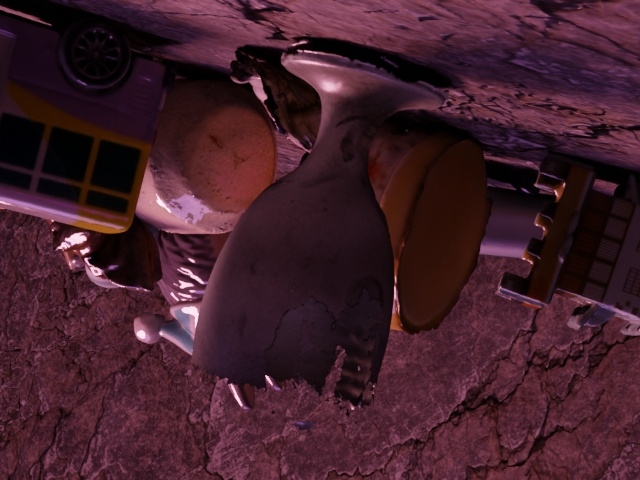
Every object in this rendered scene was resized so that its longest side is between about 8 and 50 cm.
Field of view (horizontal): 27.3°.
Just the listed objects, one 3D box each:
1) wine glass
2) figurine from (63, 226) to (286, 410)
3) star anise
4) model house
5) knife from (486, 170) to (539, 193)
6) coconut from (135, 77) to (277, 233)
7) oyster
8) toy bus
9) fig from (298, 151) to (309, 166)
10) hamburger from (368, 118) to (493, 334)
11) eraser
[{"bbox_3d":[-0.002,-0.003,1.273,0.190,0.357,0.190,15,176,1],"label":"wine glass"},{"bbox_3d":[-0.187,0.078,1.995,0.361,0.377,0.266,-15,157,-9],"label":"figurine"},{"bbox_3d":[-0.323,-0.038,1.759,0.315,0.108,0.315,45,180,0],"label":"star anise"},{"bbox_3d":[0.346,0.016,1.627,0.215,0.198,0.224,18,178,7],"label":"model house"},{"bbox_3d":[0.264,-0.091,1.902,0.060,0.028,0.230,17,-177,-6],"label":"knife"},{"bbox_3d":[-0.177,-0.109,1.726,0.234,0.224,0.224,5,173,44],"label":"coconut"},{"bbox_3d":[-0.033,-0.160,1.431,0.163,0.081,0.191,42,-178,-26],"label":"oyster"},{"bbox_3d":[-0.412,-0.157,1.455,0.440,0.249,0.209,15,179,-26],"label":"toy bus"},{"bbox_3d":[0.075,-0.036,2.061,0.263,0.224,0.224,30,174,-18],"label":"fig"},{"bbox_3d":[0.091,-0.038,1.668,0.186,0.261,0.303,20,-137,27],"label":"hamburger"},{"bbox_3d":[0.282,-0.027,1.930,0.290,0.104,0.189,6,-178,-25],"label":"eraser"}]
